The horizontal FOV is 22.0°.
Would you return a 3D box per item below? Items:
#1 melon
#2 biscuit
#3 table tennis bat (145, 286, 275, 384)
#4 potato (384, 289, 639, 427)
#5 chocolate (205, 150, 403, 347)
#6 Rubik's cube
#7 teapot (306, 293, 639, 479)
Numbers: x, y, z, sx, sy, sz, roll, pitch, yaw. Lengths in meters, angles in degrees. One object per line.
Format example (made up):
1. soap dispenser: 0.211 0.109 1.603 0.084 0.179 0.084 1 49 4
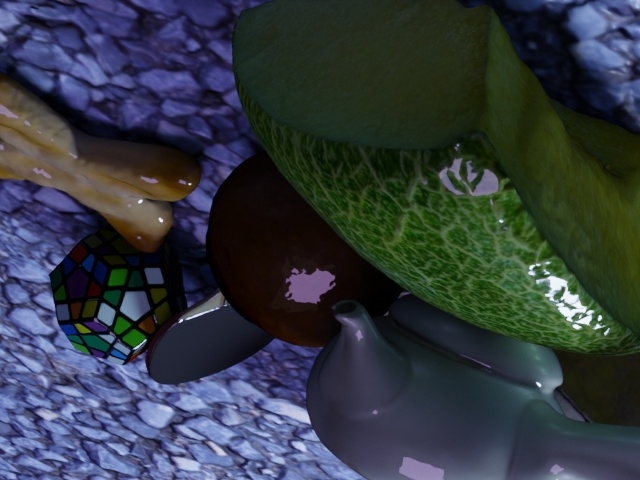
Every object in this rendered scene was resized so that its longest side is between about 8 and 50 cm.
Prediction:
1. melon: 0.128 -0.038 1.135 0.343 0.226 0.331 48 165 -33
2. biscuit: -0.213 -0.069 1.419 0.207 0.047 0.164 23 153 -10
3. table tennis bat: -0.083 0.062 1.504 0.154 0.021 0.274 -19 156 -21
4. potato: 0.178 0.141 1.423 0.299 0.196 0.246 45 129 11
5. chocolate: 0.000 0.000 1.312 0.176 0.177 0.177 14 150 8
6. Rubik's cube: -0.187 0.049 1.532 0.111 0.133 0.133 -15 141 9
7. teapot: 0.143 0.138 1.211 0.318 0.149 0.220 23 -173 13
